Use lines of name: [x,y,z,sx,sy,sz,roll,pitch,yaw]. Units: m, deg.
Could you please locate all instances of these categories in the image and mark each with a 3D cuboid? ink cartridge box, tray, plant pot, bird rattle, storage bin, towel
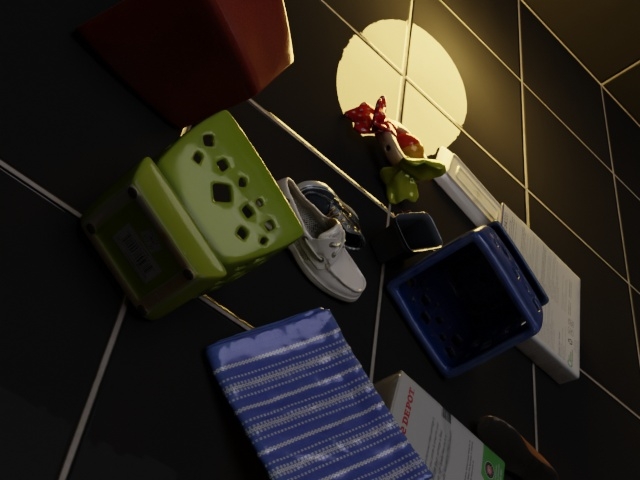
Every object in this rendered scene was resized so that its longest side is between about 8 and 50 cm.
ink cartridge box: [0.171,0.394,1.541,0.289,0.122,0.211,43,39,-19]
tray: [0.378,-0.109,2.246,0.270,0.030,0.145,46,38,-16]
plant pot: [-0.202,-0.023,1.340,0.228,0.227,0.207,57,42,-3]
plant pot: [0.311,0.104,1.841,0.236,0.236,0.212,57,30,1]
ink cartridge box: [0.501,0.125,2.178,0.330,0.071,0.324,40,42,-22]
bird rattle: [0.167,-0.202,2.029,0.253,0.143,0.207,55,22,18]
storage bin: [0.168,-0.005,1.865,0.135,0.091,0.098,-7,69,-52]
towel: [-0.004,0.262,1.387,0.243,0.040,0.336,-14,58,-34]
plant pot: [-0.200,-0.350,1.568,0.235,0.267,0.267,61,33,-17]

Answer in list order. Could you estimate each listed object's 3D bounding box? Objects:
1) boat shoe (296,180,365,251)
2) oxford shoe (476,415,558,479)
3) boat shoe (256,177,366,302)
boat shoe: [0.022,-0.045,1.719,0.183,0.065,0.083,31,27,-45]
oxford shoe: [0.387,0.422,1.841,0.212,0.076,0.076,44,8,-14]
boat shoe: [0.000,0.000,1.658,0.277,0.096,0.098,46,34,-18]
